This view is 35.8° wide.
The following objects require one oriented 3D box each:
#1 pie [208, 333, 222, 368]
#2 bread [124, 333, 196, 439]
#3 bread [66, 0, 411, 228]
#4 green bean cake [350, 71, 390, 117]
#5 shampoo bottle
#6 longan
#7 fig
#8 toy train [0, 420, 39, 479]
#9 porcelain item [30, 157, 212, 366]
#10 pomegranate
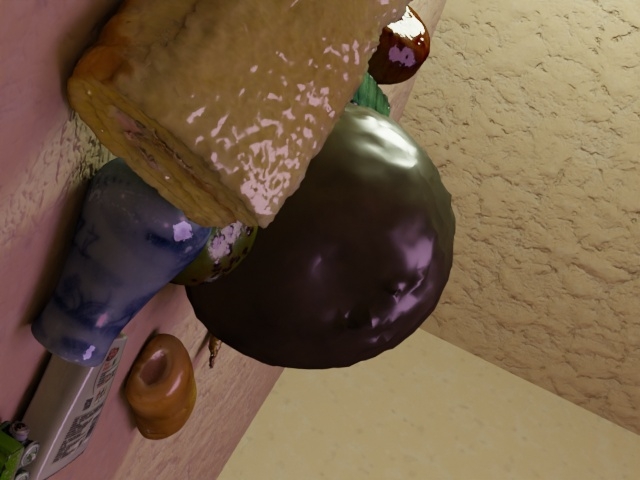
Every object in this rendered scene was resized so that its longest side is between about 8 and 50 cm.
[{"bbox_3d":[-0.204,0.173,2.082,0.088,0.033,0.191,-176,-74,-89],"label":"pie"},{"bbox_3d":[-0.268,0.263,1.721,0.305,0.091,0.142,101,11,-67],"label":"bread"},{"bbox_3d":[-0.065,-0.219,0.988,0.165,0.236,0.375,-2,-131,49],"label":"bread"},{"bbox_3d":[0.011,-0.246,1.790,0.208,0.193,0.107,38,58,-59],"label":"green bean cake"},{"bbox_3d":[-0.290,0.144,1.212,0.153,0.071,0.284,-26,139,-76],"label":"shampoo bottle"},{"bbox_3d":[0.010,0.000,1.558,0.435,0.404,0.404,-60,172,-17],"label":"longan"},{"bbox_3d":[0.069,-0.367,1.901,0.290,0.190,0.190,-7,-136,47],"label":"fig"},{"bbox_3d":[-0.381,0.297,1.129,0.202,0.060,0.081,-66,166,19],"label":"toy train"},{"bbox_3d":[-0.212,0.010,1.075,0.259,0.141,0.141,-55,174,7],"label":"porcelain item"},{"bbox_3d":[-0.162,-0.037,1.221,0.159,0.159,0.205,-59,146,-37],"label":"pomegranate"}]
